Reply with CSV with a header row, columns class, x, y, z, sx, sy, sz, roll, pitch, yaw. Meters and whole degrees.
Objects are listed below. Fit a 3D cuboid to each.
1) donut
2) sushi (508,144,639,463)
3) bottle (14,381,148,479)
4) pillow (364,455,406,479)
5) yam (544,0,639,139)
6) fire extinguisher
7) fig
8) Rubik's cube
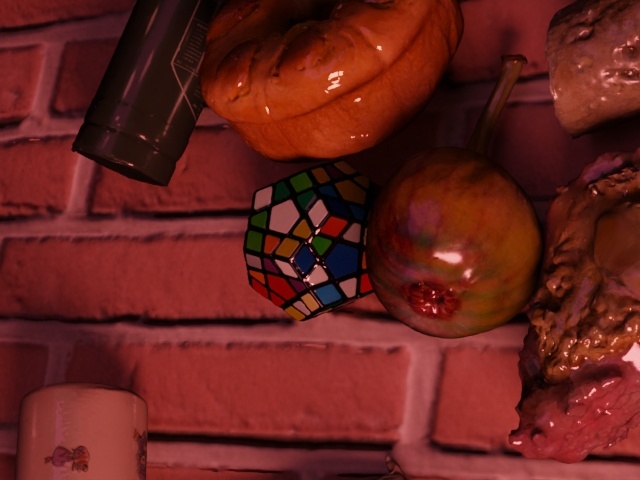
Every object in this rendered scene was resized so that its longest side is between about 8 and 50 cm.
class,x,y,z,sx,sy,sz,roll,pitch,yaw
donut,0.009,-0.161,1.507,0.227,0.114,0.226,-22,37,17
sushi,0.211,0.035,1.327,0.241,0.107,0.161,-42,49,13
bottle,-0.198,0.240,1.511,0.110,0.110,0.233,-15,63,29
pillow,-0.034,0.266,1.421,0.255,0.059,0.169,-19,63,26
yam,0.257,-0.155,1.376,0.194,0.107,0.107,-24,59,25
fire extinguisher,-0.120,-0.203,1.662,0.095,0.114,0.311,24,84,-6
fig,0.113,-0.043,1.423,0.149,0.149,0.245,-9,44,31
Rubik's cube,0.000,0.000,1.478,0.133,0.133,0.112,-56,24,1
